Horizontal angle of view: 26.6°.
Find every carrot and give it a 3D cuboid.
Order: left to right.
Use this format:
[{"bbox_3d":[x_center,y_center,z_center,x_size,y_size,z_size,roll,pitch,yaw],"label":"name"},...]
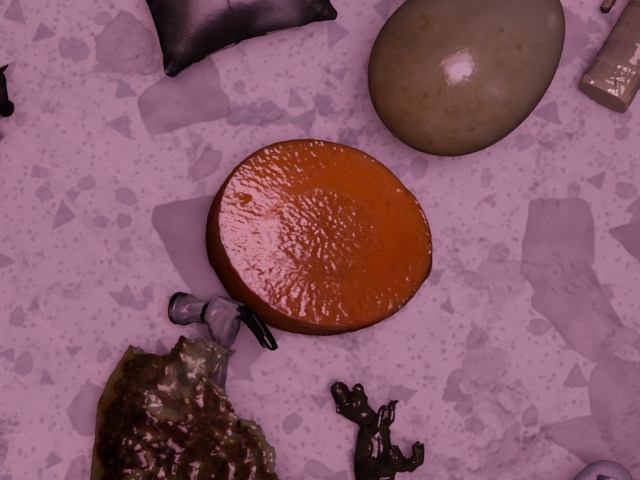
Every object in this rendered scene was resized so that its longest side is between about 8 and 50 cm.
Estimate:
[{"bbox_3d":[0.000,0.000,1.809,0.307,0.100,0.259,15,86,-12],"label":"carrot"}]

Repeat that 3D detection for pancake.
[{"bbox_3d":[-0.164,0.334,1.759,0.304,0.067,0.427,-33,78,12],"label":"pancake"}]

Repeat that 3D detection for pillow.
[{"bbox_3d":[-0.118,-0.340,1.794,0.249,0.106,0.186,-21,84,-6],"label":"pillow"}]

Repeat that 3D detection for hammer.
[{"bbox_3d":[-0.158,0.284,1.799,0.152,0.044,0.427,12,95,22],"label":"hammer"}]

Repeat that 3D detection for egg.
[{"bbox_3d":[0.198,-0.238,1.759,0.295,0.218,0.218,-35,91,-15],"label":"egg"}]

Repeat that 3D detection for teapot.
[{"bbox_3d":[0.422,-0.286,1.851,0.107,0.077,0.200,31,87,17],"label":"teapot"}]

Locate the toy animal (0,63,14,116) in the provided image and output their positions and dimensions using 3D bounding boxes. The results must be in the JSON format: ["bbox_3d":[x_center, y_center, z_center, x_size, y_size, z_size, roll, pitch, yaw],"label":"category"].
[{"bbox_3d":[-0.483,-0.129,1.741,0.114,0.146,0.245,21,88,-5],"label":"toy animal"}]

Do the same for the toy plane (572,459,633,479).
[{"bbox_3d":[0.360,0.414,1.812,0.244,0.117,0.245,-2,81,13],"label":"toy plane"}]

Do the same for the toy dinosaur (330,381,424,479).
[{"bbox_3d":[0.043,0.290,1.837,0.179,0.087,0.187,-25,72,31],"label":"toy dinosaur"}]
